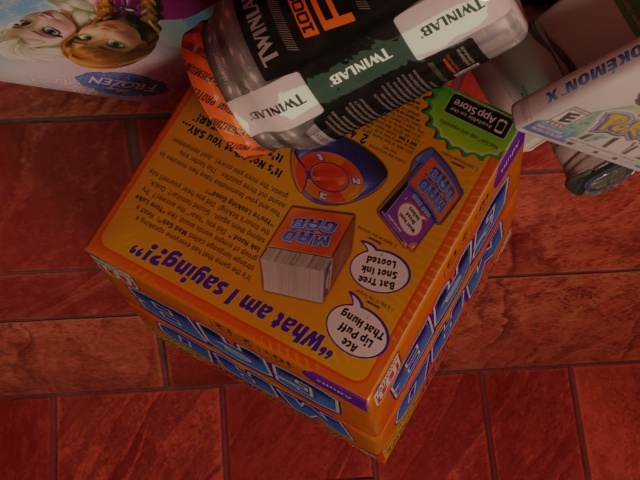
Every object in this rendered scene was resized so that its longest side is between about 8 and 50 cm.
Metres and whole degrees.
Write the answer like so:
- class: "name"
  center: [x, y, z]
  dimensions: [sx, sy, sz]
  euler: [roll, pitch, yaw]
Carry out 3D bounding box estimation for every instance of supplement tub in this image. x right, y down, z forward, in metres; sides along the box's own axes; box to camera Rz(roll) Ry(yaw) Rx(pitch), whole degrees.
- class: "supplement tub"
  center: [0.031, -0.216, 1.246]
  dimensions: [0.316, 0.194, 0.193]
  euler: [-27, 152, 15]

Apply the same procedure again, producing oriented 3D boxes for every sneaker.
- class: "sneaker"
  center: [0.445, -0.178, 1.672]
  dimensions: [0.297, 0.129, 0.111]
  euler: [-25, 155, 0]

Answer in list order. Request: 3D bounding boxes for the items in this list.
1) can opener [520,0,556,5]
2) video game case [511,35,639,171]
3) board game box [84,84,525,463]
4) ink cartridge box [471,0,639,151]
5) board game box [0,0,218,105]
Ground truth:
- class: "can opener"
  center: [0.288, -0.316, 1.348]
  dimensions: [0.186, 0.073, 0.059]
  euler: [-29, 113, 21]
- class: "video game case"
  center: [0.415, -0.150, 1.288]
  dimensions: [0.329, 0.036, 0.300]
  euler: [13, 152, -41]
- class: "board game box"
  center: [0.000, 0.000, 1.488]
  dimensions: [0.356, 0.356, 0.356]
  euler: [27, 165, 14]
- class: "ink cartridge box"
  center: [0.338, -0.235, 1.372]
  dimensions: [0.211, 0.122, 0.289]
  euler: [-29, 176, -39]
- class: "board game box"
  center: [-0.262, -0.265, 1.350]
  dimensions: [0.318, 0.066, 0.318]
  euler: [6, 156, -26]
